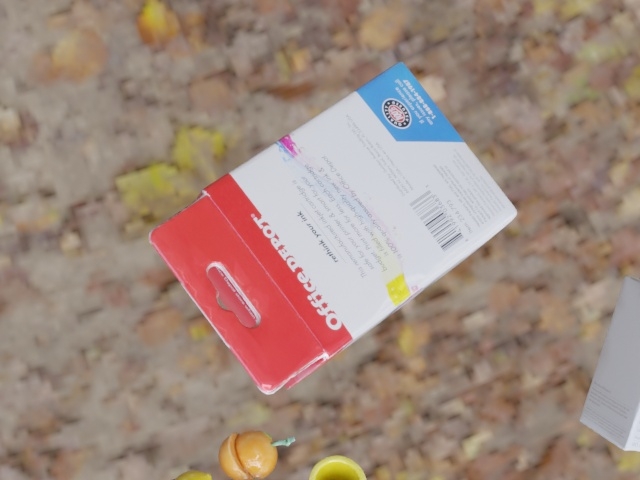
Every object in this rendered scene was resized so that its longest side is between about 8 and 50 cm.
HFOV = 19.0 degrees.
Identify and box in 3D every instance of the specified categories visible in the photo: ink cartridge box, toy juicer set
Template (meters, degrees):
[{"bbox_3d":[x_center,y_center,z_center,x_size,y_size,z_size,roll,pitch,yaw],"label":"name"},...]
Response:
[{"bbox_3d":[0.000,0.000,1.252,0.231,0.134,0.078,-34,175,-29],"label":"ink cartridge box"},{"bbox_3d":[-0.106,0.357,2.213,0.209,0.329,0.089,29,155,8],"label":"toy juicer set"}]

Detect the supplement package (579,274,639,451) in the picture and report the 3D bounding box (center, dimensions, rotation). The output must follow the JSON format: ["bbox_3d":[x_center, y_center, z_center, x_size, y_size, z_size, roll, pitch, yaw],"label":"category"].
[{"bbox_3d":[0.381,0.143,2.131,0.105,0.105,0.179,12,99,-24],"label":"supplement package"}]
